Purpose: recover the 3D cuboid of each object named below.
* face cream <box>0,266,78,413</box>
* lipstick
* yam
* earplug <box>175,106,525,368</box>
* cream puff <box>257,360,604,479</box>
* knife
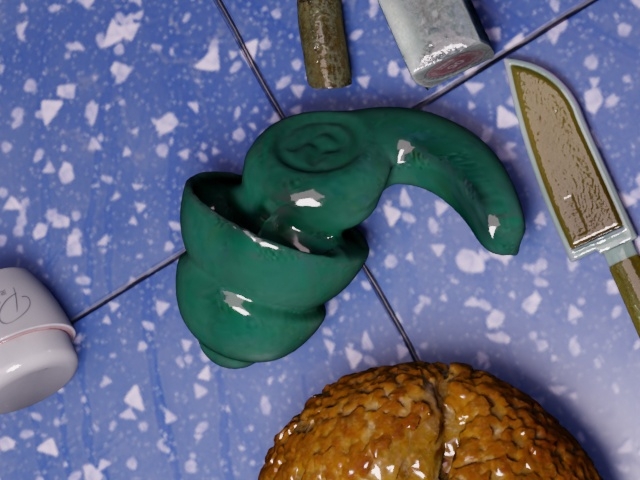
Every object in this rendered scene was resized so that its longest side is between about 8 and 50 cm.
[{"bbox_3d":[-0.279,0.090,1.710,0.117,0.117,0.104,-32,71,12],"label":"face cream"},{"bbox_3d":[0.059,-0.278,1.660,0.076,0.077,0.289,-26,78,13],"label":"lipstick"},{"bbox_3d":[0.003,-0.176,1.687,0.043,0.043,0.094,-9,85,15],"label":"yam"},{"bbox_3d":[0.004,0.000,1.638,0.257,0.164,0.280,25,107,-19],"label":"earplug"},{"bbox_3d":[0.081,0.241,1.545,0.303,0.212,0.303,-2,84,21],"label":"cream puff"},{"bbox_3d":[0.232,-0.006,1.616,0.061,0.027,0.343,-25,79,17],"label":"knife"}]
